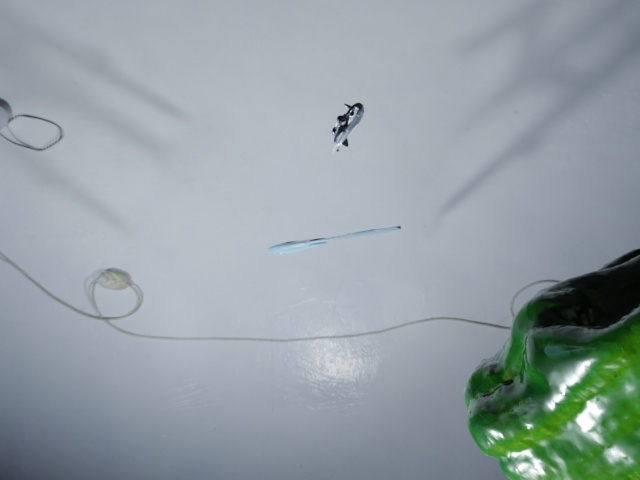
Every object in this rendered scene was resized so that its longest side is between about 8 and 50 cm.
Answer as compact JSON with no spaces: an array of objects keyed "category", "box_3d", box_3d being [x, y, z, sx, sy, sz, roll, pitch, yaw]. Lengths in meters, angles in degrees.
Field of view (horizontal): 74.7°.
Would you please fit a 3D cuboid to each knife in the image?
[{"category":"knife","box_3d":[0.000,0.000,0.557,0.044,0.313,0.019,-4,86,-34]}]

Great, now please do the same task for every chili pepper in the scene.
[{"category":"chili pepper","box_3d":[0.290,0.105,0.395,0.167,0.213,0.385,24,118,-19]}]

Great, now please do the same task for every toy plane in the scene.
[{"category":"toy plane","box_3d":[0.035,-0.153,0.549,0.031,0.078,0.083,24,64,-3]}]
